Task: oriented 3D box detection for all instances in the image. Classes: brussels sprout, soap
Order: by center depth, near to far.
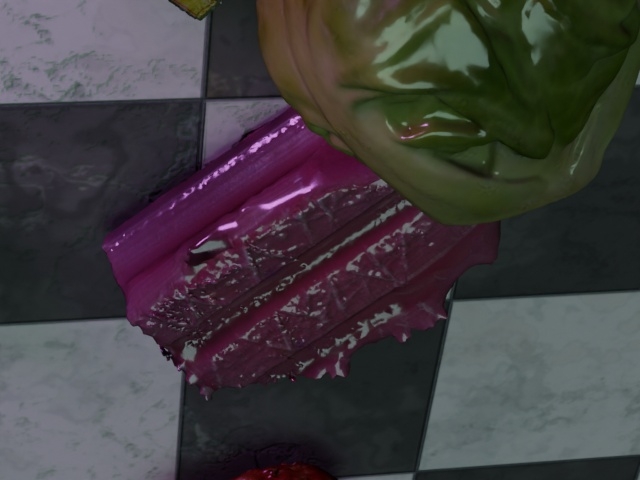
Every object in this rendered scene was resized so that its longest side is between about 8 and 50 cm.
[{"bbox_3d":[0.102,-0.175,1.323,0.328,0.247,0.328,-5,122,-8],"label":"brussels sprout"},{"bbox_3d":[0.000,0.000,1.539,0.325,0.127,0.220,-32,132,15],"label":"soap"}]

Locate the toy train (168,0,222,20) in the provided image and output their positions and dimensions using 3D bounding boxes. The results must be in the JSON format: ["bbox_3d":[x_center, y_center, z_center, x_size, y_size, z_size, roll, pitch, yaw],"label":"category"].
[{"bbox_3d":[-0.140,-0.233,1.335,0.202,0.060,0.081,31,126,-35],"label":"toy train"}]

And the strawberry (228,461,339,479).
[{"bbox_3d":[-0.051,0.300,1.808,0.234,0.234,0.178,37,86,-37],"label":"strawberry"}]
